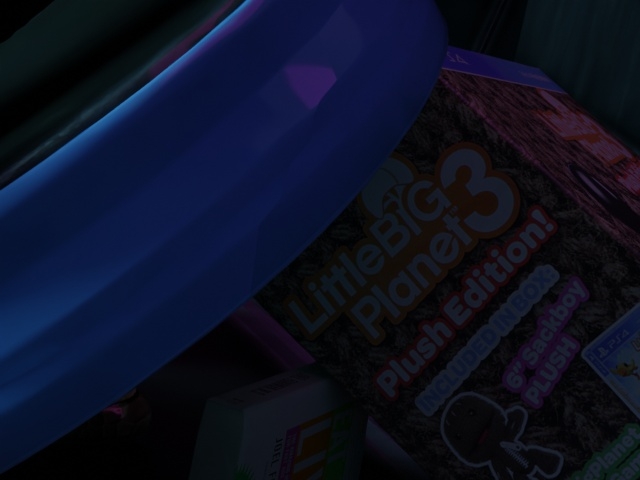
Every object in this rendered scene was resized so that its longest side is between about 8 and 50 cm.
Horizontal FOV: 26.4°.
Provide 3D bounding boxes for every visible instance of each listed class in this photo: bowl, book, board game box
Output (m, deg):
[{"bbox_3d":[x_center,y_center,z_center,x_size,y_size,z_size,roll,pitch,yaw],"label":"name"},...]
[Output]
[{"bbox_3d":[-0.134,-0.026,0.583,0.391,0.077,0.391,-28,22,12],"label":"bowl"},{"bbox_3d":[-0.021,0.107,0.629,0.035,0.096,0.144,16,11,22],"label":"book"},{"bbox_3d":[0.136,0.048,0.688,0.291,0.141,0.232,44,19,17],"label":"board game box"}]

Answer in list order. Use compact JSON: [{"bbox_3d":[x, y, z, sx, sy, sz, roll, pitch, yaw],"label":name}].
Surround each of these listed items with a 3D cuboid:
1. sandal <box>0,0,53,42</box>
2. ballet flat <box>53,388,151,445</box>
[{"bbox_3d":[-0.273,-0.035,0.525,0.446,0.167,0.107,-31,-10,-3],"label":"sandal"},{"bbox_3d":[-0.209,0.061,0.786,0.250,0.058,0.084,16,11,21],"label":"ballet flat"}]
